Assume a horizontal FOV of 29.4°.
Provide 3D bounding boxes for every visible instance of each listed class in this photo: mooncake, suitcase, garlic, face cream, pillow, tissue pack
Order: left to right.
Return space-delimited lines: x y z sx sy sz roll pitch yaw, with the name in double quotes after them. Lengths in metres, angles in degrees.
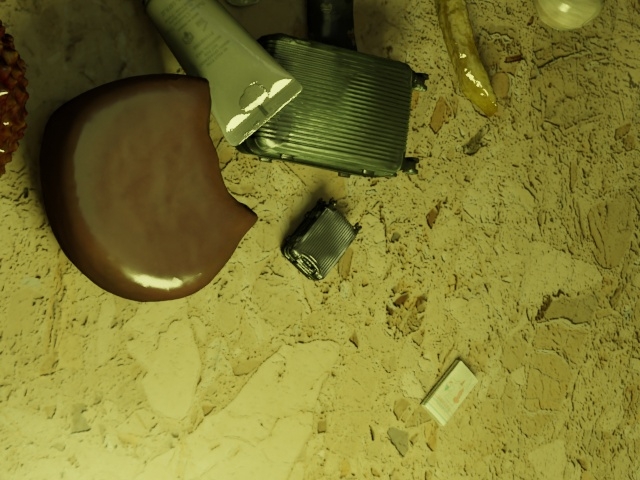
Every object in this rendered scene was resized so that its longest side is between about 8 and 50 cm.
-0.255 -0.088 1.788 0.326 0.174 0.334 40 72 -19 "mooncake"
-0.175 -0.305 1.843 0.143 0.089 0.314 -39 86 9 "face cream"
0.000 0.000 1.985 0.086 0.059 0.126 44 72 -18 "suitcase"
0.016 -0.375 2.014 0.090 0.048 0.150 -3 92 -31 "pillow"
0.017 -0.212 1.961 0.312 0.128 0.202 10 85 -26 "suitcase"
0.223 0.263 2.108 0.108 0.023 0.056 -47 108 -21 "tissue pack"
0.471 -0.503 2.208 0.178 0.143 0.230 3 78 -26 "garlic"

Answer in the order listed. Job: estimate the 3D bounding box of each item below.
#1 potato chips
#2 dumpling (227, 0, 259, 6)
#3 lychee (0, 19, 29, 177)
0.237 -0.411 2.125 0.080 0.057 0.407 -14 94 -24 "potato chips"
-0.128 -0.403 1.946 0.077 0.043 0.059 28 97 -27 "dumpling"
-0.530 -0.179 1.575 0.306 0.330 0.306 0 88 1 "lychee"
